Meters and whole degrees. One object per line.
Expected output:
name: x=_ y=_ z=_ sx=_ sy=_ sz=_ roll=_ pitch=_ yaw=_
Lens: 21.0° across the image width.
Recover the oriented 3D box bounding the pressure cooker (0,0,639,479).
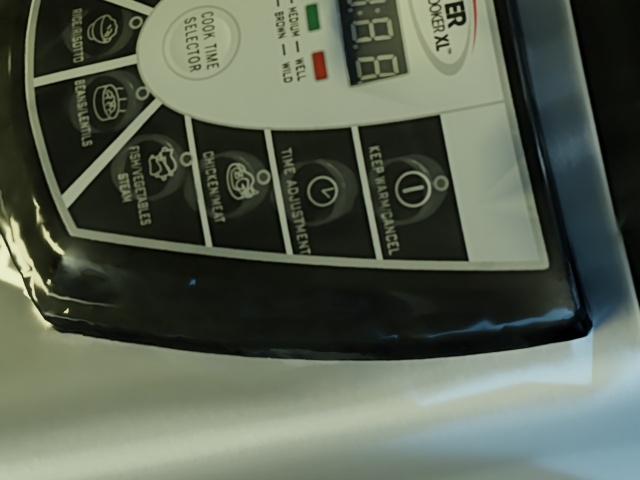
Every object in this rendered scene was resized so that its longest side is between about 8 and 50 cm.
pressure cooker: x=0.066 y=-0.018 z=0.717 sx=0.421 sy=0.375 sz=0.369 roll=-11 pitch=117 yaw=14
